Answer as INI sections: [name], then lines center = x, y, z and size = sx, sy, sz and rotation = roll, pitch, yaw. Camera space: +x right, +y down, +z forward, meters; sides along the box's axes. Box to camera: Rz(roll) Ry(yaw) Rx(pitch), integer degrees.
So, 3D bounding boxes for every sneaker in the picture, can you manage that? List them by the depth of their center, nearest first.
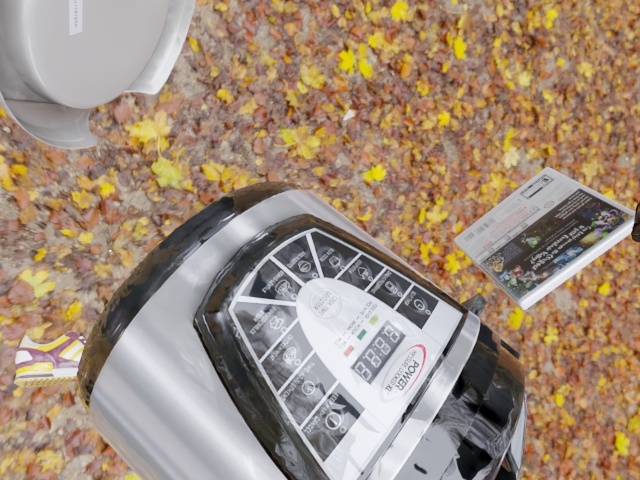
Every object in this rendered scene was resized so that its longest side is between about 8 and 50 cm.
[sneaker]
center = -0.388, 0.188, 0.702
size = 0.185, 0.069, 0.084
rotation = 9, 59, -39

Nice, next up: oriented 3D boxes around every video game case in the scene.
[video game case]
center = 0.319, -0.011, 0.630
size = 0.190, 0.173, 0.022
rotation = -39, 124, 7

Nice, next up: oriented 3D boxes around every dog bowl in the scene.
[dog bowl]
center = -0.277, -0.285, 0.500
size = 0.102, 0.349, 0.349
rotation = 28, 76, -1

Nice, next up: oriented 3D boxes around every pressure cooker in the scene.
[pressure cooker]
center = 0.013, 0.179, 0.486
size = 0.420, 0.375, 0.370
rotation = 39, 107, 14

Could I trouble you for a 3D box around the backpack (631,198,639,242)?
[backpack]
center = 0.399, -0.043, 0.367
size = 0.182, 0.115, 0.152
rotation = 16, 101, 17
